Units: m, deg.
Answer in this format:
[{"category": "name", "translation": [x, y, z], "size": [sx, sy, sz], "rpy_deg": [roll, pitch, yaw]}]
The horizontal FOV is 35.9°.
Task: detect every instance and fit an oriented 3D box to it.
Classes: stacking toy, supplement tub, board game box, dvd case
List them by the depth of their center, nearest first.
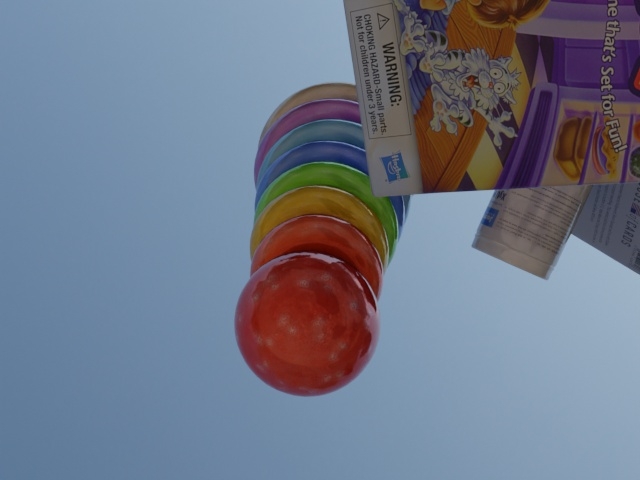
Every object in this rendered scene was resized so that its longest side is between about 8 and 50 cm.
[{"category": "board game box", "translation": [0.109, -0.198, 0.402], "size": [0.233, 0.347, 0.078], "rpy_deg": [-1, -168, 41]}, {"category": "stacking toy", "translation": [0.000, 0.000, 0.712], "size": [0.141, 0.141, 0.330], "rpy_deg": [11, -152, 1]}, {"category": "supplement tub", "translation": [0.173, -0.030, 0.790], "size": [0.071, 0.071, 0.107], "rpy_deg": [25, -88, 11]}, {"category": "dvd case", "translation": [0.207, -0.077, 0.865], "size": [0.239, 0.179, 0.029], "rpy_deg": [34, -111, 24]}]
